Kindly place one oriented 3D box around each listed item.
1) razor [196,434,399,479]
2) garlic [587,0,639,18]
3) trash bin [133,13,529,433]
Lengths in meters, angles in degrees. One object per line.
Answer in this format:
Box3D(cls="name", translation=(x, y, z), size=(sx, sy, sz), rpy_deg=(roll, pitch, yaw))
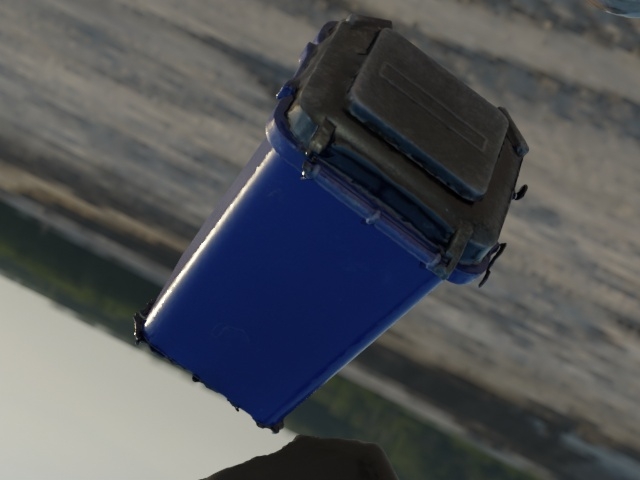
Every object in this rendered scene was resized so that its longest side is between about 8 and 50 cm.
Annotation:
Box3D(cls="razor", translation=(0.012, 0.336, 1.549), size=(0.204, 0.349, 0.113), rpy_deg=(-14, 166, -17))
Box3D(cls="garlic", translation=(0.149, -0.169, 0.791), size=(0.102, 0.159, 0.147), rpy_deg=(35, 140, 11))
Box3D(cls="trash bin", translation=(0.000, 0.000, 1.150), size=(0.162, 0.234, 0.184), rpy_deg=(37, -146, -8))
